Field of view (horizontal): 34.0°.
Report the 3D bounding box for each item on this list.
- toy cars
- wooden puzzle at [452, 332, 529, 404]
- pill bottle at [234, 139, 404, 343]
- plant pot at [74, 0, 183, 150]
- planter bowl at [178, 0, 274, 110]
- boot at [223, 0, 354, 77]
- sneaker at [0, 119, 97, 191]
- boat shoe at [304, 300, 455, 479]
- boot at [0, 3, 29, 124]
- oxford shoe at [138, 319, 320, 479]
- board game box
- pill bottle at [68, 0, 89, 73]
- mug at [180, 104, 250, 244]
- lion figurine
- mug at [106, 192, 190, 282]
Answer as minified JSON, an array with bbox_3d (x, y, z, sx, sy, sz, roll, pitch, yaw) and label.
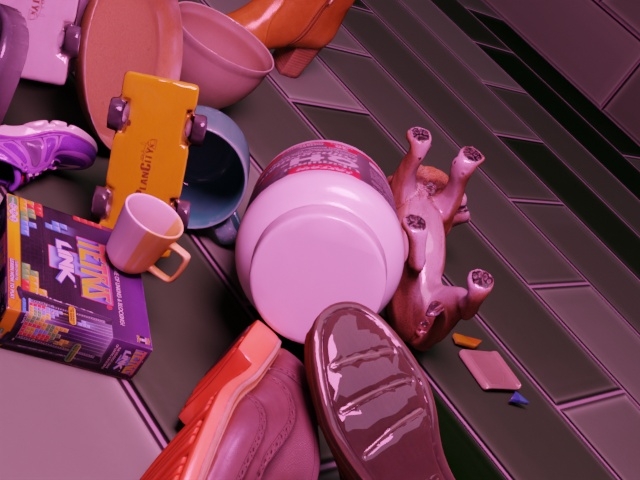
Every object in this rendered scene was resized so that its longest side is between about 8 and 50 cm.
[{"bbox_3d":[-0.237,-0.169,1.101,0.394,0.176,0.087,60,-7,-9],"label":"toy cars"},{"bbox_3d":[0.221,0.171,1.374,0.078,0.014,0.116,10,35,-35],"label":"wooden puzzle"},{"bbox_3d":[0.000,0.000,1.127,0.176,0.176,0.318,33,12,-7],"label":"pill bottle"},{"bbox_3d":[-0.233,-0.221,1.263,0.032,0.236,0.236,10,19,19],"label":"plant pot"},{"bbox_3d":[-0.163,-0.249,1.492,0.162,0.109,0.162,29,27,-16],"label":"planter bowl"},{"bbox_3d":[-0.082,-0.388,1.706,0.295,0.211,0.104,8,37,-44],"label":"boot"},{"bbox_3d":[-0.313,-0.082,1.104,0.170,0.068,0.071,-4,61,-41],"label":"sneaker"},{"bbox_3d":[0.057,0.209,0.941,0.110,0.104,0.307,-17,74,-27],"label":"boat shoe"},{"bbox_3d":[-0.514,-0.216,0.882,0.445,0.146,0.367,19,1,-38],"label":"boot"},{"bbox_3d":[-0.063,0.191,0.866,0.132,0.130,0.364,40,25,-5],"label":"oxford shoe"},{"bbox_3d":[-0.238,0.042,0.985,0.141,0.048,0.170,19,31,-30],"label":"board game box"},{"bbox_3d":[-0.407,-0.359,1.288,0.334,0.188,0.188,42,26,11],"label":"pill bottle"},{"bbox_3d":[-0.149,-0.081,1.232,0.129,0.158,0.097,6,28,-5],"label":"mug"},{"bbox_3d":[0.130,0.020,1.353,0.142,0.240,0.392,17,44,-1],"label":"lion figurine"},{"bbox_3d":[-0.171,0.003,1.003,0.062,0.064,0.078,9,38,-46],"label":"mug"}]
